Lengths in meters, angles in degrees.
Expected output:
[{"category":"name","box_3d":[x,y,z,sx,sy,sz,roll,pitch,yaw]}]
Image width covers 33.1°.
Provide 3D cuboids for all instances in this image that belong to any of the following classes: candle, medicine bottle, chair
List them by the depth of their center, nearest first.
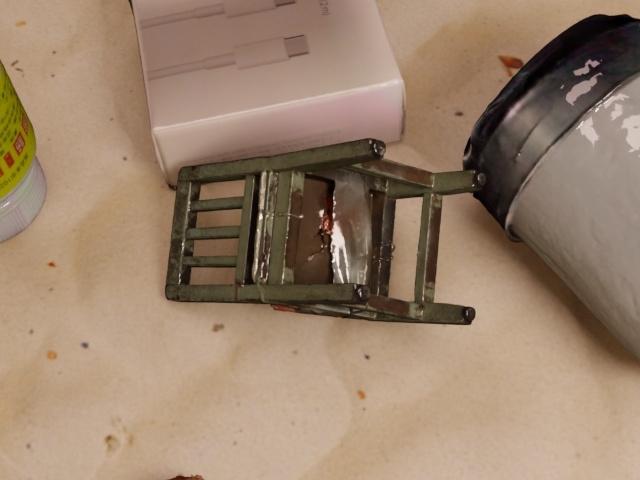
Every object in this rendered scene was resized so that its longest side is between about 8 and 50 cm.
[{"category":"candle","box_3d":[0.295,-0.020,0.908,0.221,0.221,0.342,-34,66,-16]},{"category":"chair","box_3d":[0.000,0.000,0.960,0.270,0.147,0.136,-5,77,49]},{"category":"medicine bottle","box_3d":[-0.342,-0.103,0.993,0.139,0.225,0.139,-2,59,2]}]

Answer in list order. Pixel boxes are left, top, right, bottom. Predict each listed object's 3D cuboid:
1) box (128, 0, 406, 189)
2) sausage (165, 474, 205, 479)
[{"category":"box","box_3d":[-0.057,-0.181,1.094,0.251,0.106,0.203,-11,57,-4]},{"category":"sausage","box_3d":[-0.067,0.323,0.807,0.087,0.079,0.327,-9,55,-32]}]
